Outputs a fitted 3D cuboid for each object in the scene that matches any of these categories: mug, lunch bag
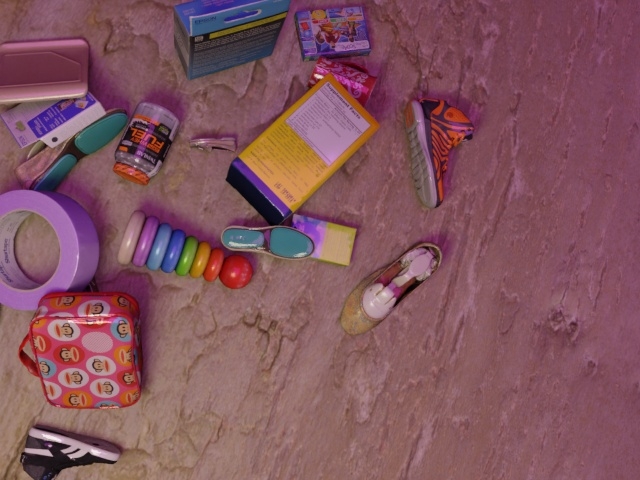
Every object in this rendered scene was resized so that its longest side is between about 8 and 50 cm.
[{"bbox_3d":[0.059,-0.441,1.672,0.169,0.150,0.113,23,115,-5],"label":"mug"},{"bbox_3d":[-0.541,0.255,1.355,0.258,0.120,0.293,0,122,-11],"label":"lunch bag"}]

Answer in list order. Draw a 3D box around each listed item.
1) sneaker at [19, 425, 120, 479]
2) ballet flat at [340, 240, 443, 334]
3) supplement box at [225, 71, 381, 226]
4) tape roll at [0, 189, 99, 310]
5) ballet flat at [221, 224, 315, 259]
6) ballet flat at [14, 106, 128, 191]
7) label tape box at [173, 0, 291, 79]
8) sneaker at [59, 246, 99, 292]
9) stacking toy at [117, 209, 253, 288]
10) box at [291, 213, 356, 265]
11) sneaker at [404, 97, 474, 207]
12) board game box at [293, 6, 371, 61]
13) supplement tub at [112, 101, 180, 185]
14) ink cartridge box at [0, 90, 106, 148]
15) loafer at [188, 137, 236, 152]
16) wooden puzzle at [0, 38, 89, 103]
[{"bbox_3d":[-0.590,0.522,1.403,0.217,0.079,0.121,17,82,-2],"label":"sneaker"},{"bbox_3d":[0.197,0.121,1.610,0.349,0.123,0.123,-39,92,-14],"label":"ballet flat"},{"bbox_3d":[-0.049,-0.227,1.558,0.194,0.195,0.356,46,76,-4],"label":"supplement box"},{"bbox_3d":[-0.660,0.020,1.386,0.275,0.090,0.274,0,92,11],"label":"tape roll"},{"bbox_3d":[-0.131,0.001,1.547,0.249,0.086,0.086,10,80,6],"label":"ballet flat"},{"bbox_3d":[-0.626,-0.244,1.480,0.106,0.107,0.316,41,74,14],"label":"ballet flat"},{"bbox_3d":[-0.227,-0.539,1.478,0.249,0.348,0.115,-21,88,-15],"label":"label tape box"},{"bbox_3d":[-0.585,0.084,1.458,0.066,0.071,0.188,-24,89,-14],"label":"sneaker"},{"bbox_3d":[-0.326,0.037,1.499,0.330,0.141,0.141,18,79,-14],"label":"stacking toy"},{"bbox_3d":[0.000,0.000,1.617,0.178,0.042,0.109,14,80,-10],"label":"box"},{"bbox_3d":[0.353,-0.254,1.689,0.180,0.124,0.321,-5,84,-12],"label":"sneaker"},{"bbox_3d":[0.036,-0.591,1.706,0.201,0.035,0.136,-9,85,-14],"label":"board game box"},{"bbox_3d":[-0.443,-0.243,1.510,0.117,0.117,0.190,22,79,-9],"label":"supplement tub"},{"bbox_3d":[-0.650,-0.305,1.447,0.208,0.045,0.206,-36,49,-15],"label":"ink cartridge box"},{"bbox_3d":[-0.285,-0.251,1.586,0.125,0.045,0.039,-6,91,-16],"label":"loafer"},{"bbox_3d":[-0.685,-0.414,1.470,0.221,0.044,0.238,-8,49,-12],"label":"wooden puzzle"}]
